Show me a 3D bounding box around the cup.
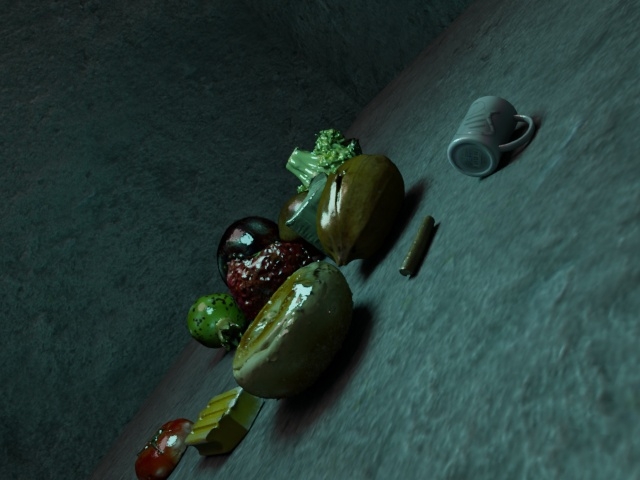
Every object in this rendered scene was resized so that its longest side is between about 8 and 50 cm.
[{"bbox_3d":[0.320,-0.205,0.943,0.133,0.099,0.136,-56,10,-28],"label":"cup"}]

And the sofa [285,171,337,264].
[{"bbox_3d":[0.027,-0.074,1.475,0.176,0.210,0.225,-51,13,9],"label":"sofa"}]

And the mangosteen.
[{"bbox_3d":[-0.236,0.063,1.880,0.330,0.330,0.330,-49,11,12],"label":"mangosteen"}]

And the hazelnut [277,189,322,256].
[{"bbox_3d":[-0.026,-0.062,1.657,0.229,0.229,0.229,-49,11,12],"label":"hazelnut"}]

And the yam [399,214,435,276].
[{"bbox_3d":[0.189,0.009,0.960,0.032,0.032,0.145,-37,18,54],"label":"yam"}]

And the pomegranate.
[{"bbox_3d":[-0.370,0.323,1.920,0.285,0.231,0.231,21,66,36],"label":"pomegranate"}]

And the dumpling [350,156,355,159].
[{"bbox_3d":[0.146,-0.225,1.725,0.199,0.136,0.119,-34,-37,-34],"label":"dumpling"}]

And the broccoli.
[{"bbox_3d":[0.011,-0.259,1.923,0.348,0.280,0.293,-60,1,2],"label":"broccoli"}]

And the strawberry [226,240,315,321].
[{"bbox_3d":[-0.129,0.136,1.441,0.273,0.221,0.274,-16,-15,-4],"label":"strawberry"}]

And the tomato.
[{"bbox_3d":[-0.487,0.635,1.528,0.228,0.101,0.228,-48,8,9],"label":"tomato"}]

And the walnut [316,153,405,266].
[{"bbox_3d":[0.091,-0.072,1.218,0.209,0.208,0.337,-39,24,50],"label":"walnut"}]

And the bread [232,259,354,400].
[{"bbox_3d":[-0.045,0.186,1.004,0.306,0.158,0.305,-51,7,8],"label":"bread"}]

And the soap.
[{"bbox_3d":[-0.236,0.436,1.197,0.232,0.073,0.140,-38,18,51],"label":"soap"}]
